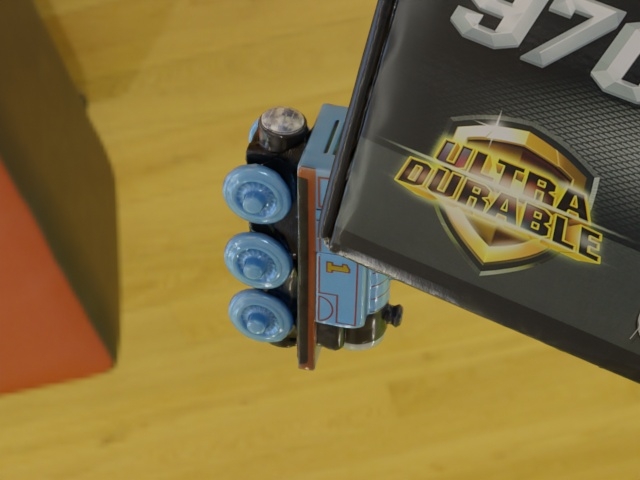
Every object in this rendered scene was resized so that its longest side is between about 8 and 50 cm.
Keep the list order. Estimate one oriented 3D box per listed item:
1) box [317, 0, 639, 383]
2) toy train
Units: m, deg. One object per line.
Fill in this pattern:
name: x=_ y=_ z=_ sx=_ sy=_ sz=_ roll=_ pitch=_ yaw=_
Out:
box: x=0.124 y=-0.038 z=0.394 sx=0.220 sy=0.051 sz=0.175 roll=24 pitch=121 yaw=13
toy train: x=0.000 y=0.000 z=0.892 sx=0.105 sy=0.080 sz=0.184 roll=10 pitch=132 yaw=11
